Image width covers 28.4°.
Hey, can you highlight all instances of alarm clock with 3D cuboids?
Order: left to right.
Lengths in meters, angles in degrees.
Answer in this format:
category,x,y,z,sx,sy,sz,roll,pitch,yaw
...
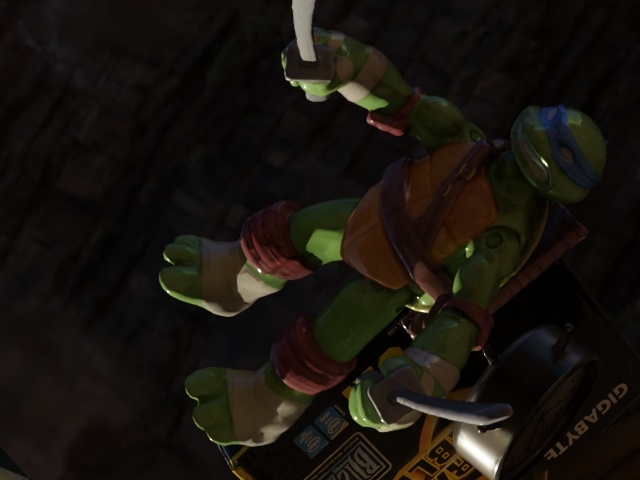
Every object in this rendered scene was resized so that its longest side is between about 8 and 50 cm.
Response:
category,x,y,z,sx,sy,sz,roll,pitch,yaw
alarm clock,0.164,0.136,1.015,0.129,0.064,0.192,-47,-29,-12

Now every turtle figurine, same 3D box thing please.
category,x,y,z,sx,sy,sz,roll,pitch,yaw
turtle figurine,0.000,0.000,0.664,0.266,0.198,0.275,-35,2,36

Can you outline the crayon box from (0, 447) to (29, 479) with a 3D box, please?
category,x,y,z,sx,sy,sz,roll,pitch,yaw
crayon box,-0.432,0.228,1.109,0.202,0.081,0.318,-52,-37,-4

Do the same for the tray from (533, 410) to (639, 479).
category,x,y,z,sx,sy,sz,roll,pitch,yaw
tray,0.341,0.142,0.919,0.411,0.076,0.203,-35,9,19

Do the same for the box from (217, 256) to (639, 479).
category,x,y,z,sx,sy,sz,roll,pitch,yaw
box,0.104,0.142,1.108,0.322,0.079,0.257,-43,-62,-1
